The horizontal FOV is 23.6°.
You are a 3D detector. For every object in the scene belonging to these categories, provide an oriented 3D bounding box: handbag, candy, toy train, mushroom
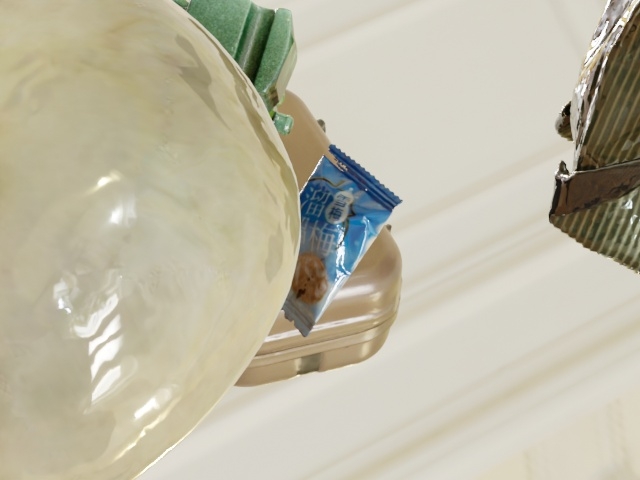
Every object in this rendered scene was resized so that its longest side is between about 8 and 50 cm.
[{"bbox_3d":[0.331,-0.124,1.253,0.247,0.240,0.340,-66,173,-60],"label":"handbag"},{"bbox_3d":[0.000,-0.001,1.231,0.088,0.136,0.038,41,12,29],"label":"candy"},{"bbox_3d":[-0.092,0.002,1.494,0.302,0.283,0.149,58,-28,33],"label":"handbag"},{"bbox_3d":[-0.082,-0.114,1.095,0.132,0.083,0.200,16,-10,6],"label":"toy train"},{"bbox_3d":[-0.079,0.003,0.391,0.154,0.154,0.122,50,-18,36],"label":"mushroom"}]
